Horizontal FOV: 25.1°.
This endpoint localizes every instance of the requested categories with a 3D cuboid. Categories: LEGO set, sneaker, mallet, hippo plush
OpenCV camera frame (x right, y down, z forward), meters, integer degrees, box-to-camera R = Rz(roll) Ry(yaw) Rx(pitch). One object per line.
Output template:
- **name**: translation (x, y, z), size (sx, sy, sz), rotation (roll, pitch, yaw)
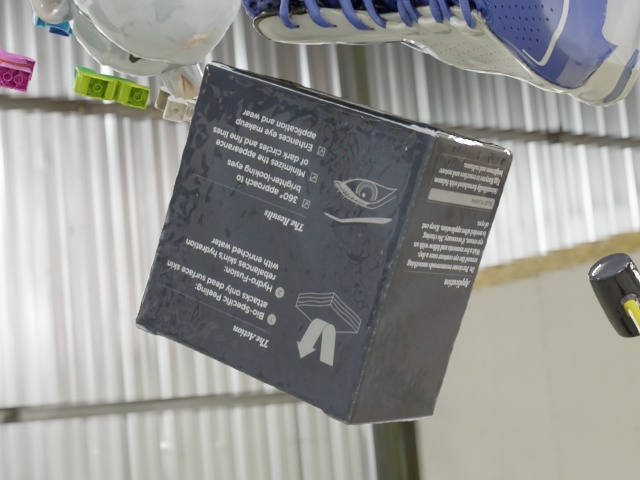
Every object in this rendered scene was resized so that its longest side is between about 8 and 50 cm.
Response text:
- **LEGO set**: translation (-0.195, -0.172, 1.302), size (0.227, 0.087, 0.093), rotation (11, 18, -22)
- **sneaker**: translation (0.050, -0.144, 0.778), size (0.182, 0.127, 0.315), rotation (-1, 12, -8)
- **mallet**: translation (0.232, 0.061, 1.037), size (0.039, 0.062, 0.189), rotation (-28, 12, 8)
- **hippo plush**: translation (-0.119, -0.247, 1.035), size (0.234, 0.236, 0.294), rotation (38, -4, -16)

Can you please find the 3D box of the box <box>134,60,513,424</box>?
- **box**: translation (0.000, 0.000, 0.792), size (0.156, 0.158, 0.093), rotation (22, 8, 34)
